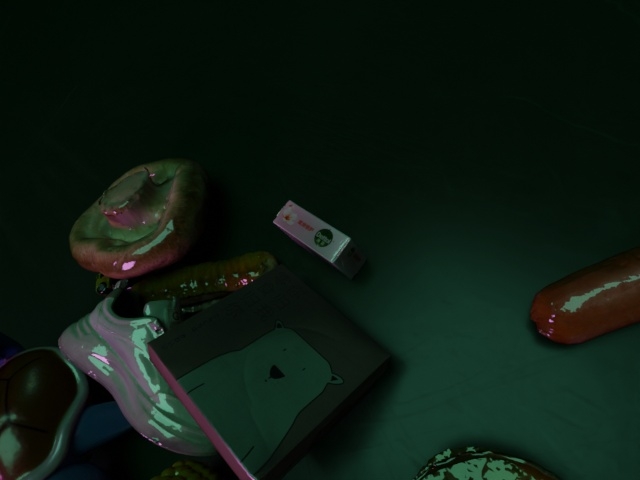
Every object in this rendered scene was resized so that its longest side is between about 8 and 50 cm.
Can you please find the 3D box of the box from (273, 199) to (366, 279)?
[{"bbox_3d":[0.000,0.000,0.605,0.125,0.089,0.043,33,84,29],"label":"box"}]

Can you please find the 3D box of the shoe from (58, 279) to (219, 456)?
[{"bbox_3d":[-0.236,0.165,0.599,0.317,0.124,0.159,26,82,18],"label":"shoe"}]

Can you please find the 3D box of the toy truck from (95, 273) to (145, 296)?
[{"bbox_3d":[-0.377,0.075,0.757,0.084,0.049,0.054,-22,60,12],"label":"toy truck"}]

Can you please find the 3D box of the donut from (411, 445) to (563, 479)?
[{"bbox_3d":[0.163,0.345,0.386,0.273,0.107,0.271,-7,66,15],"label":"donut"}]

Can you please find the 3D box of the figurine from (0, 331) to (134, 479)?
[{"bbox_3d":[-0.429,0.276,0.623,0.298,0.243,0.416,-36,80,-5],"label":"figurine"}]

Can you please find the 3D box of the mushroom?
[{"bbox_3d":[-0.313,-0.039,0.714,0.279,0.146,0.277,-13,50,16],"label":"mushroom"}]

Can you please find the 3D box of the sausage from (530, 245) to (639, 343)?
[{"bbox_3d":[0.334,0.055,0.448,0.198,0.076,0.076,-26,61,13],"label":"sausage"}]

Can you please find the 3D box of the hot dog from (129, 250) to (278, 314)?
[{"bbox_3d":[-0.206,0.074,0.675,0.290,0.068,0.082,-15,57,18],"label":"hot dog"}]

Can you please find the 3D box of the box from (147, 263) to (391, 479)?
[{"bbox_3d":[-0.064,0.159,0.509,0.215,0.086,0.215,36,48,29],"label":"box"}]

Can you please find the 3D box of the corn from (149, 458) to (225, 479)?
[{"bbox_3d":[-0.088,0.403,0.447,0.345,0.131,0.131,35,85,30],"label":"corn"}]
